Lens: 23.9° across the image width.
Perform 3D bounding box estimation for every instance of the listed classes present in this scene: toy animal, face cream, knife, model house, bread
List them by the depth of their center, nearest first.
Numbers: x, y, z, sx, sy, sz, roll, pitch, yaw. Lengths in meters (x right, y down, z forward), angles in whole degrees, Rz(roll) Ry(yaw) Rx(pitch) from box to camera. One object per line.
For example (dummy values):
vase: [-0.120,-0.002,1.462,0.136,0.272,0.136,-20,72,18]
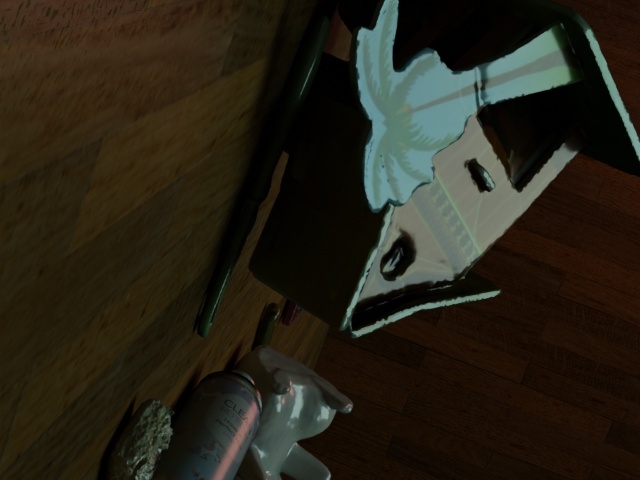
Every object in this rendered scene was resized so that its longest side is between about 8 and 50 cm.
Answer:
bread: [-0.137,0.165,1.110,0.070,0.035,0.083,-62,175,-52]
knife: [-0.048,-0.053,1.288,0.043,0.020,0.293,-3,114,-88]
model house: [0.040,-0.106,1.308,0.323,0.300,0.340,-46,131,-13]
face cream: [-0.106,0.188,1.363,0.229,0.075,0.075,-64,173,-61]
toy animal: [-0.073,0.267,1.726,0.140,0.138,0.282,13,95,-50]
knife: [-0.088,0.194,1.987,0.061,0.027,0.343,-71,179,-47]

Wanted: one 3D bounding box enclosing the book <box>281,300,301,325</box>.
book: [0.000,0.000,2.212,0.162,0.022,0.232,-56,167,-75]
